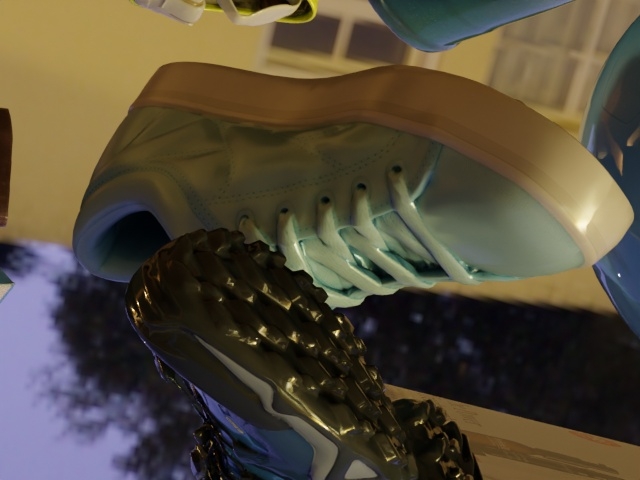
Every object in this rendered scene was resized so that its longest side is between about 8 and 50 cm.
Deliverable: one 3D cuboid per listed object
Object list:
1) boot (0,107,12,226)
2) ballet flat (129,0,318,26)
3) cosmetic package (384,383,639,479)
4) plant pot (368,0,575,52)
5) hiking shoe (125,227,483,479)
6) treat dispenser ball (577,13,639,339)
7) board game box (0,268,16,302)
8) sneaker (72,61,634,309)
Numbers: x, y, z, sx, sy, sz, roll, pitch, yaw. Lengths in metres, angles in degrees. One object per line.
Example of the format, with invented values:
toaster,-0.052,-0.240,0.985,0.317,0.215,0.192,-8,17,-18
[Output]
boot,-0.341,-0.036,1.384,0.206,0.090,0.248,10,-134,-15
ballet flat,-0.099,-0.226,1.600,0.231,0.077,0.077,0,-119,-33
cosmetic package,0.172,0.208,1.369,0.284,0.097,0.377,16,-176,-6
plant pot,0.170,-0.297,1.336,0.255,0.272,0.271,-10,-171,28
hiking shoe,-0.019,0.111,0.900,0.304,0.132,0.113,47,-163,-45
treat dispenser ball,0.296,-0.037,1.074,0.288,0.288,0.288,13,-159,-5
board game box,-0.384,-0.044,1.109,0.302,0.086,0.308,45,-165,16
sneaker,0.000,0.000,0.956,0.135,0.150,0.366,42,159,-33
